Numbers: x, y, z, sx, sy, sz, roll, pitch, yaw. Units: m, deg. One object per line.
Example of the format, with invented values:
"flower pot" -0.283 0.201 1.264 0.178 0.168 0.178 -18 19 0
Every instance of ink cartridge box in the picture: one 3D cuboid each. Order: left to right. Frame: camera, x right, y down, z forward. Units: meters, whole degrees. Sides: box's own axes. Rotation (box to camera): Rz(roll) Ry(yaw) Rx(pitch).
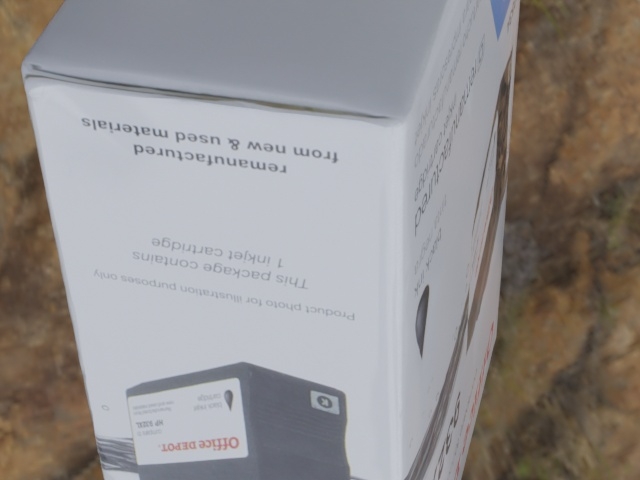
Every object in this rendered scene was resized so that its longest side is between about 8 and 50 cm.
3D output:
"ink cartridge box" 0.000 0.000 0.635 0.129 0.223 0.307 9 133 12
